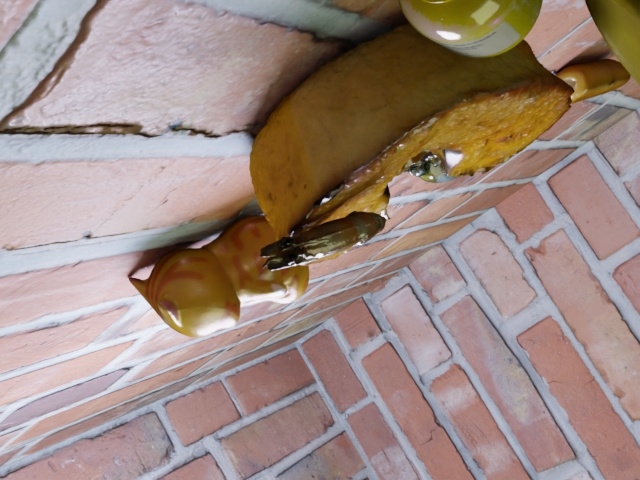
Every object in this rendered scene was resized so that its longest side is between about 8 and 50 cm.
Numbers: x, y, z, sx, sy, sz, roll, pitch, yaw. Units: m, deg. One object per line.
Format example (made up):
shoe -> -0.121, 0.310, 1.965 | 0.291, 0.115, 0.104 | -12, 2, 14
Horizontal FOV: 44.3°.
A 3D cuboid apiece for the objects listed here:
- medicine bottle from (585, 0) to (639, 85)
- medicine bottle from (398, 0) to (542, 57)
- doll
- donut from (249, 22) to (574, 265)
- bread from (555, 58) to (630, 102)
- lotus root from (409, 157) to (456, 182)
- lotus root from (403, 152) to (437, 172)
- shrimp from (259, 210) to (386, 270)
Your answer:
medicine bottle -> 0.506, -0.325, 0.853 | 0.384, 0.224, 0.224 | -36, 169, 14
medicine bottle -> 0.126, -0.242, 0.719 | 0.122, 0.121, 0.212 | -36, 168, 23
doll -> -0.143, 0.058, 1.253 | 0.270, 0.162, 0.167 | -33, -159, -23
donut -> 0.101, -0.146, 1.004 | 0.435, 0.163, 0.377 | -29, 168, -3
bread -> 0.558, -0.333, 1.631 | 0.239, 0.073, 0.093 | -21, 172, -46
lotus root -> 0.233, -0.162, 1.482 | 0.192, 0.088, 0.113 | -23, 150, -34
lotus root -> 0.148, -0.159, 1.291 | 0.183, 0.078, 0.203 | -29, 168, -16
shrimp -> 0.000, 0.000, 0.925 | 0.180, 0.041, 0.099 | -19, 180, -39
